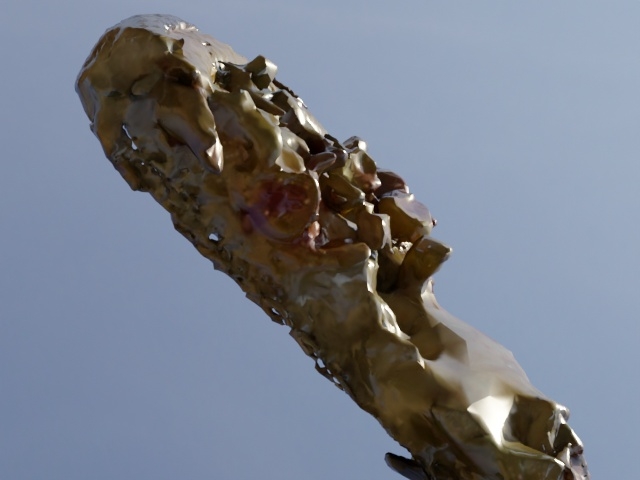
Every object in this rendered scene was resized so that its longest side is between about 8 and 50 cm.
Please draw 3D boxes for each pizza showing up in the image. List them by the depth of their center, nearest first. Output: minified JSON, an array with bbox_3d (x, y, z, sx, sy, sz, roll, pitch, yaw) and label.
[{"bbox_3d":[0.000,0.000,0.702,0.074,0.251,0.288,-43,-125,8],"label":"pizza"}]
